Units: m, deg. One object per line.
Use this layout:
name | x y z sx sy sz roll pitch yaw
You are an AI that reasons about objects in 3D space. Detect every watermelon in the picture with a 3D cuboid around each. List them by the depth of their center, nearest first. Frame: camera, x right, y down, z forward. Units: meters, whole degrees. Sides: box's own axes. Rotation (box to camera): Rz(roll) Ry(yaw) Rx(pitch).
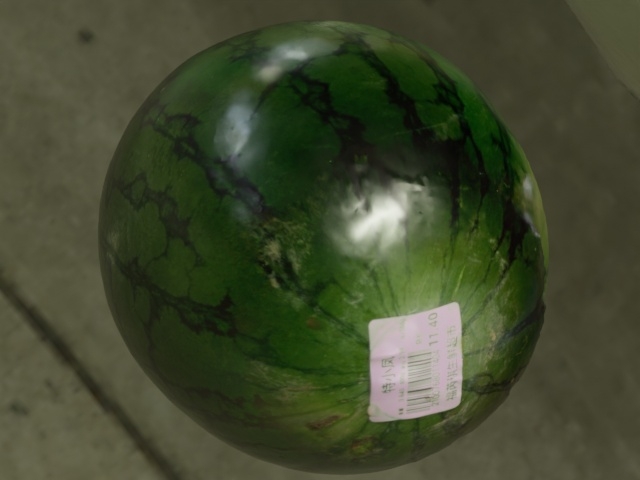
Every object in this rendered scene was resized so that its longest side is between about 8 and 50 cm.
watermelon | 0.000 0.000 1.406 0.363 0.363 0.363 31 40 -30

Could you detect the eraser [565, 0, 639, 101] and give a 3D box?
eraser | 0.255 -0.180 1.416 0.174 0.094 0.270 26 -9 36
